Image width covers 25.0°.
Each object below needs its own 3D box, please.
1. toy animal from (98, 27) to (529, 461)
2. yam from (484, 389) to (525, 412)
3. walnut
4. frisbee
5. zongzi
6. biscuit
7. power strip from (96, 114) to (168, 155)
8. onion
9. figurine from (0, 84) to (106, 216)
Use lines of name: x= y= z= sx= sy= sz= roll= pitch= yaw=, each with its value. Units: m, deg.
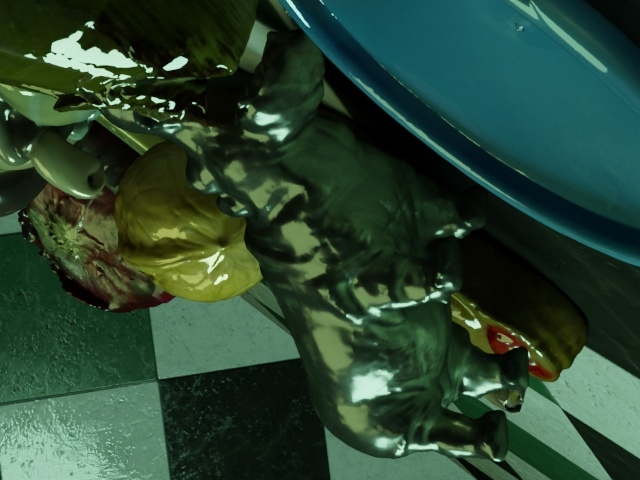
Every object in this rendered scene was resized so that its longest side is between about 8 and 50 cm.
toy animal: x=0.011 y=-0.007 z=0.874 sx=0.168 sy=0.106 sz=0.343 roll=-14 pitch=121 yaw=34
yam: x=0.110 y=0.102 z=1.483 sx=0.264 sy=0.046 sz=0.046 roll=30 pitch=170 yaw=41
walnut: x=-0.118 y=-0.020 z=1.381 sx=0.159 sy=0.159 sz=0.206 roll=40 pitch=177 yaw=-25
frisbee: x=0.070 y=-0.072 z=0.569 sx=0.242 sy=0.045 sz=0.242 roll=36 pitch=174 yaw=5
zongzi: x=-0.216 y=-0.124 z=0.728 sx=0.274 sy=0.300 sz=0.145 roll=39 pitch=-143 yaw=-36
biscuit: x=0.037 y=-0.006 z=1.104 sx=0.381 sy=0.074 sz=0.359 roll=35 pitch=175 yaw=40
power strip: x=-0.197 y=-0.120 z=1.546 sx=0.305 sy=0.044 sz=0.064 roll=37 pitch=172 yaw=1
onion: x=-0.234 y=-0.054 z=1.740 sx=0.272 sy=0.195 sz=0.272 roll=23 pitch=131 yaw=29
figurine: x=-0.250 y=-0.128 z=1.138 sx=0.203 sy=0.248 sz=0.380 roll=45 pitch=157 yaw=-20
